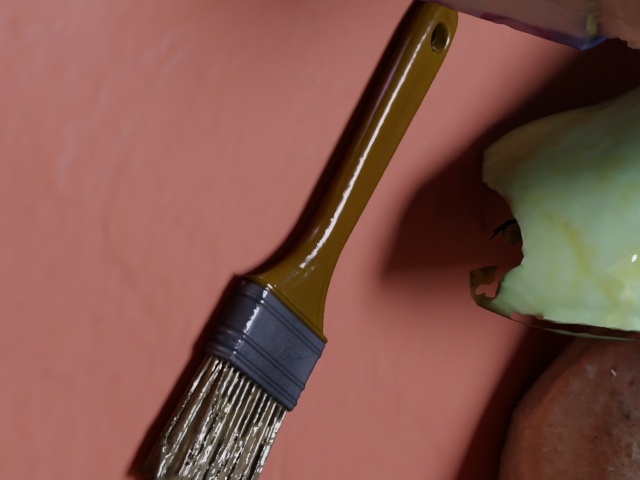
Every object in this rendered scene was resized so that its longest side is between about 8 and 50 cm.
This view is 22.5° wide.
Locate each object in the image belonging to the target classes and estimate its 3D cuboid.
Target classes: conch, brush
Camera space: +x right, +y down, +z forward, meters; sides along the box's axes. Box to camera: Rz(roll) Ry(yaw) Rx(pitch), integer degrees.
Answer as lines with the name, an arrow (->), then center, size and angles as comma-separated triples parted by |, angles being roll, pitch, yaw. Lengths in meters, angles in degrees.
conch -> 0.169, -0.021, 0.552 | 0.137, 0.251, 0.143 | 76, 4, -49
brush -> 0.000, 0.000, 0.459 | 0.170, 0.014, 0.043 | -63, 144, -15

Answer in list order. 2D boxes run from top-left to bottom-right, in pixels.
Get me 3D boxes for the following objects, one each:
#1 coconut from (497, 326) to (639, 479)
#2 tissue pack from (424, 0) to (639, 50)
coconut -> 0.156, 0.112, 0.605 | 0.183, 0.171, 0.171 | 44, 69, -49
tissue pack -> 0.123, -0.181, 0.423 | 0.263, 0.146, 0.198 | -33, 133, -45
